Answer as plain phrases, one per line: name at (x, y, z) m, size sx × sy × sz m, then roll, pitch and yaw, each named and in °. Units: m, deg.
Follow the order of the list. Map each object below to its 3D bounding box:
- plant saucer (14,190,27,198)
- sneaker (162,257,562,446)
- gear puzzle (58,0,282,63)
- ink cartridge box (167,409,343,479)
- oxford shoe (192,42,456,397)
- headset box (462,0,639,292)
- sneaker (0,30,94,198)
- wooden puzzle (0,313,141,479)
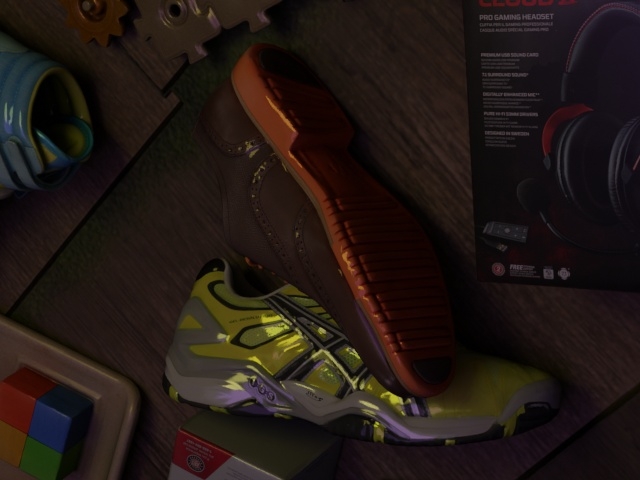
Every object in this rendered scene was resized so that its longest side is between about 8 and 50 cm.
plant saucer at (-0.348, -0.141, 1.511) m, size 0.067 × 0.018 × 0.192 m, roll -34°, pitch 87°, yaw 31°
sneaker at (0.033, 0.103, 1.317) m, size 0.384 × 0.145 × 0.147 m, roll 7°, pitch 90°, yaw 17°
gear puzzle at (-0.118, -0.265, 1.341) m, size 0.339 × 0.044 × 0.175 m, roll -22°, pitch 96°, yaw 34°
ink cartridge box at (-0.073, 0.263, 1.425) m, size 0.128 × 0.127 × 0.176 m, roll 22°, pitch 115°, yaw 21°
oxford shoe at (0.000, 0.000, 1.282) m, size 0.133 × 0.130 × 0.364 m, roll -42°, pitch 63°, yaw 29°
headset box at (0.232, -0.113, 1.119) m, size 0.218 × 0.110 × 0.293 m, roll 4°, pitch 108°, yaw 27°
sneaker at (-0.339, -0.060, 1.448) m, size 0.208 × 0.127 × 0.319 m, roll 24°, pitch 116°, yaw 21°
wooden puzzle at (-0.385, 0.238, 1.610) m, size 0.348 × 0.080 × 0.322 m, roll 27°, pitch 116°, yaw 19°
